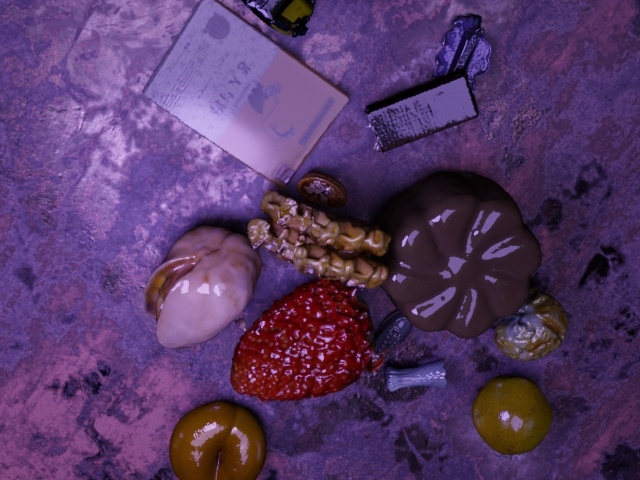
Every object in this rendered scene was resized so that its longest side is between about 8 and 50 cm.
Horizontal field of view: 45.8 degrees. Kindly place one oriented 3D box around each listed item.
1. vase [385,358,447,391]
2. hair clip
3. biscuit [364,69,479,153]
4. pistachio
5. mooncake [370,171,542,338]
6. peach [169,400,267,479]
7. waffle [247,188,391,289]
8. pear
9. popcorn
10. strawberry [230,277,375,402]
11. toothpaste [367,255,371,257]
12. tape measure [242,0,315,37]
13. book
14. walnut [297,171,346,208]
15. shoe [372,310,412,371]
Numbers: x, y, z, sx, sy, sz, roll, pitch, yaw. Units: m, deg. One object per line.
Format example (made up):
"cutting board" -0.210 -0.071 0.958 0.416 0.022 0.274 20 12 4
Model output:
"vase" 0.240 0.345 1.912 0.149 0.081 0.081 -6 109 2
"hair clip" 0.319 -0.400 1.679 0.124 0.052 0.195 16 112 -3
"biscuit" 0.220 -0.284 1.683 0.252 0.070 0.106 -20 109 12
"pistachio" -0.270 0.108 1.725 0.238 0.229 0.321 22 119 -45
"mooncake" 0.306 0.039 1.725 0.378 0.201 0.378 -4 108 -11
"peach" -0.254 0.520 1.902 0.251 0.153 0.251 -2 116 -5
"waffle" 0.000 0.000 1.647 0.261 0.324 0.151 19 96 -35
"pear" 0.481 0.437 1.907 0.198 0.198 0.198 -1 109 -3
"popcorn" 0.485 0.195 1.831 0.212 0.198 0.198 39 105 20
"strawberry" -0.049 0.226 1.736 0.343 0.292 0.292 -13 109 -13
"toothpaste" 0.116 0.028 1.816 0.178 0.037 0.043 -24 113 5
"tape measure" -0.091 -0.503 1.544 0.199 0.186 0.112 41 110 -14
"book" -0.165 -0.323 1.681 0.389 0.032 0.269 33 105 -13
"walnut" 0.008 -0.123 1.745 0.121 0.052 0.091 26 142 -10
"shoe" 0.163 0.257 1.874 0.074 0.077 0.194 41 102 -15
